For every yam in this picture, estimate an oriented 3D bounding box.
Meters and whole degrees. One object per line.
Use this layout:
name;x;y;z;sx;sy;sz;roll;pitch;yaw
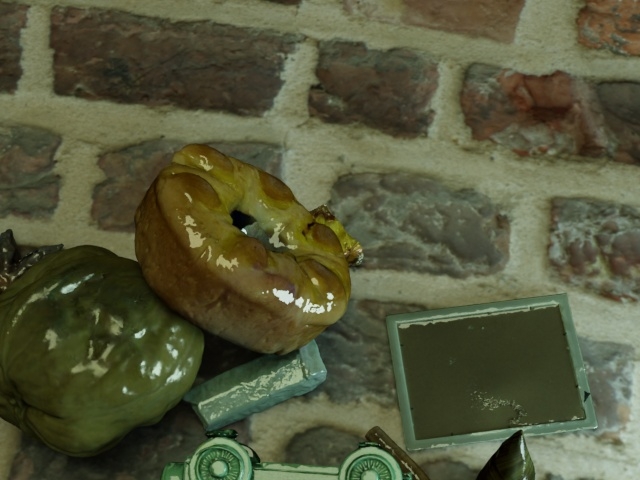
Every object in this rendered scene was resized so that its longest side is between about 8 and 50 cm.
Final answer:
yam;0.117;0.312;1.757;0.032;0.032;0.145;-37;64;-17

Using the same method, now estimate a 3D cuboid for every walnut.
walnut;-0.316;0.146;1.741;0.277;0.282;0.253;-40;109;-25

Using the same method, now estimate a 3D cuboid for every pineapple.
pineapple;0.000;0.000;1.928;0.137;0.069;0.116;12;56;-1

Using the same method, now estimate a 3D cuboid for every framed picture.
framed picture;0.240;0.187;1.831;0.273;0.016;0.216;-6;60;-1

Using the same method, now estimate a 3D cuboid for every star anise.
star anise;-0.468;0.054;1.914;0.208;0.063;0.172;16;61;12

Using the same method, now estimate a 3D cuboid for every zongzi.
zongzi;0.220;0.353;1.641;0.084;0.184;0.187;19;63;15

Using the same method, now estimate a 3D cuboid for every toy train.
toy train;-0.032;0.378;1.670;0.368;0.150;0.237;3;69;4

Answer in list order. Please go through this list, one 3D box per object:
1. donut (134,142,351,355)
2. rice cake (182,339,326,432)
donut;-0.106;0.016;1.741;0.317;0.299;0.150;44;112;-1
rice cake;-0.090;0.206;1.809;0.206;0.063;0.069;-25;68;-10
